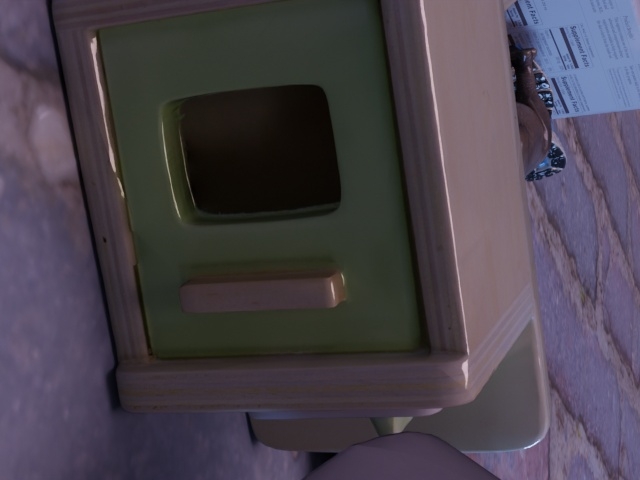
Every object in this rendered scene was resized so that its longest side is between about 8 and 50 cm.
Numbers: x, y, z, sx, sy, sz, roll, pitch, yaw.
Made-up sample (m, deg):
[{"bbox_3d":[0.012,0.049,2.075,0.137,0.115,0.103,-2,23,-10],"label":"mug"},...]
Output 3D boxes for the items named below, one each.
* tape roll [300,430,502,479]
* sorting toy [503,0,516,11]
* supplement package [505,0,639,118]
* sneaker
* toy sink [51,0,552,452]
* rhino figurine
[{"bbox_3d":[0.009,0.182,0.447,0.219,0.072,0.219,-37,145,-32],"label":"tape roll"},{"bbox_3d":[0.157,-0.333,0.868,0.257,0.089,0.255,-44,150,-4],"label":"sorting toy"},{"bbox_3d":[0.235,-0.268,1.115,0.262,0.145,0.204,47,44,-57],"label":"supplement package"},{"bbox_3d":[0.185,-0.126,1.104,0.162,0.063,0.073,63,14,-51],"label":"sneaker"},{"bbox_3d":[0.000,0.000,0.494,0.131,0.152,0.234,-33,117,-65],"label":"toy sink"},{"bbox_3d":[0.129,-0.079,0.922,0.243,0.073,0.106,-39,119,-61],"label":"rhino figurine"}]
